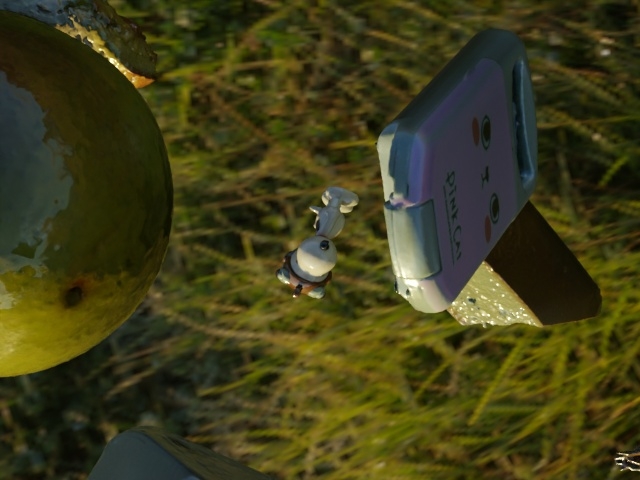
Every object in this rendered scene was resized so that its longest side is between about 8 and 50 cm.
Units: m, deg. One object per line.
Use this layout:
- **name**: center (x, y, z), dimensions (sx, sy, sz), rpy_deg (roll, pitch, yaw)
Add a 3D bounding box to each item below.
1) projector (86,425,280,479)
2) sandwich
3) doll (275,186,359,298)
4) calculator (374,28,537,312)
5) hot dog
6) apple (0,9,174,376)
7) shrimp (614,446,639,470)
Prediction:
- **projector**: center (-0.046, 0.232, 0.949), dimensions (0.108, 0.250, 0.198), rpy_deg (30, 89, 46)
- **sandwich**: center (0.147, 0.010, 1.529), dimensions (0.094, 0.096, 0.258), rpy_deg (2, 143, 49)
- **doll**: center (-0.002, 0.001, 1.310), dimensions (0.040, 0.085, 0.058), rpy_deg (26, 130, -9)
- **calculator**: center (0.099, -0.053, 1.247), dimensions (0.045, 0.246, 0.141), rpy_deg (5, 119, 25)
- **hot dog**: center (-0.174, -0.131, 1.046), dimensions (0.169, 0.078, 0.061), rpy_deg (12, 69, -5)
- **apple**: center (-0.173, -0.021, 0.932), dimensions (0.196, 0.157, 0.196), rpy_deg (18, 142, 15)
- **shrimp**: center (0.367, 0.135, 1.296), dimensions (0.296, 0.169, 0.058), rpy_deg (7, 146, 8)
